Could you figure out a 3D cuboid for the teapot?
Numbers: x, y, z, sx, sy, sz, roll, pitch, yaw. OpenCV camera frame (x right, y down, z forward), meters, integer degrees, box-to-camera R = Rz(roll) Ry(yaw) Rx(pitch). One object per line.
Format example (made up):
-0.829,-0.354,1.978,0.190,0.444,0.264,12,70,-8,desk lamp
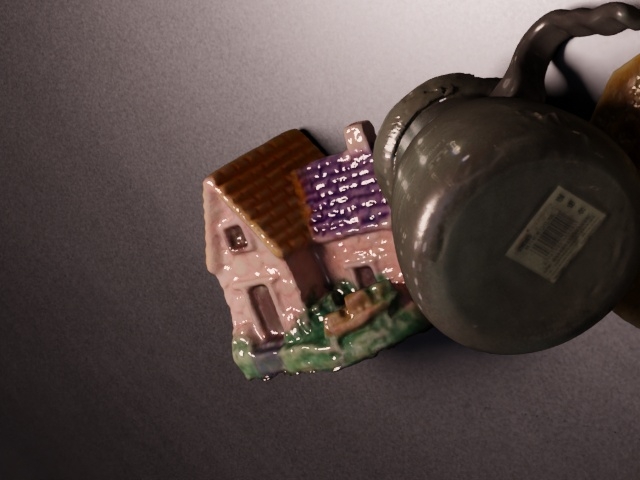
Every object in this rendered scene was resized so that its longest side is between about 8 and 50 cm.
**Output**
0.159,-0.084,1.152,0.285,0.223,0.305,-118,29,-63,teapot

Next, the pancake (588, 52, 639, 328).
0.317,-0.048,1.108,0.282,0.049,0.282,-8,81,63,pancake

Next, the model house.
0.000,0.000,1.348,0.237,0.202,0.237,-13,103,41,model house
